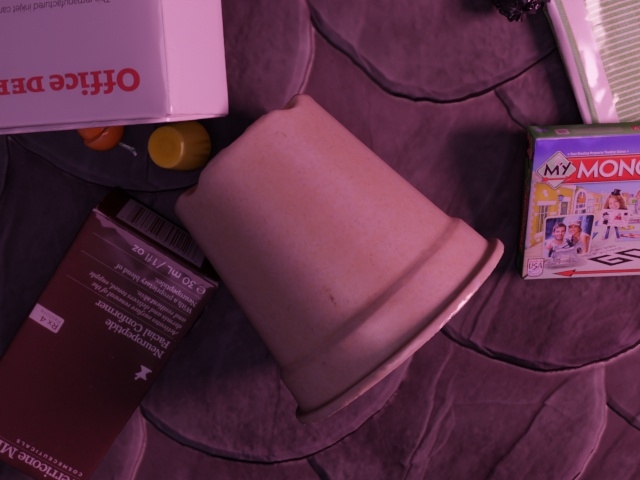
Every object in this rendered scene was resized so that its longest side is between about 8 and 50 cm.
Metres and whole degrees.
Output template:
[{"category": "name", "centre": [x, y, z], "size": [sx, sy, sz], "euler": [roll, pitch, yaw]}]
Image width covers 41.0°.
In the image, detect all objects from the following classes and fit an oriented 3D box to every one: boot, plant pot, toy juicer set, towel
[{"category": "boot", "centre": [0.255, -0.345, 1.084], "size": [0.099, 0.045, 0.121], "euler": [-32, 76, 29]}, {"category": "plant pot", "centre": [0.000, 0.000, 1.062], "size": [0.334, 0.334, 0.305], "euler": [-41, 91, 10]}, {"category": "toy juicer set", "centre": [-0.230, -0.259, 1.095], "size": [0.209, 0.089, 0.329], "euler": [10, 101, 17]}, {"category": "towel", "centre": [0.474, -0.272, 1.098], "size": [0.325, 0.038, 0.248], "euler": [-21, 104, 12]}]

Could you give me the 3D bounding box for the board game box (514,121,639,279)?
[{"category": "board game box", "centre": [0.429, -0.054, 1.146], "size": [0.317, 0.046, 0.213], "euler": [-3, 120, 0]}]

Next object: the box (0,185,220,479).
[{"category": "box", "centre": [-0.309, 0.139, 1.168], "size": [0.191, 0.143, 0.381], "euler": [32, 105, -9]}]

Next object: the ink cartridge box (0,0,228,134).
[{"category": "ink cartridge box", "centre": [-0.273, -0.323, 0.963], "size": [0.285, 0.166, 0.395], "euler": [-1, 98, 19]}]
